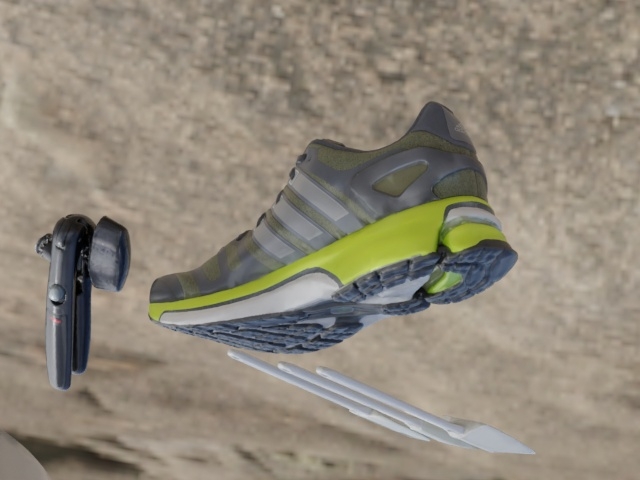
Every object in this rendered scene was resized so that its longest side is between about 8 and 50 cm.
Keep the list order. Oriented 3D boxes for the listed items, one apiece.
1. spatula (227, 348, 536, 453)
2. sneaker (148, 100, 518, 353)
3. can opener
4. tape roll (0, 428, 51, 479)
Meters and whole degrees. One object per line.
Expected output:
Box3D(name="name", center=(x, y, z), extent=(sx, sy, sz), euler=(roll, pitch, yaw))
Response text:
Box3D(name="spatula", center=(0.051, 0.137, 1.291), extent=(0.242, 0.019, 0.168), euler=(29, 166, -35))
Box3D(name="sneaker", center=(0.000, 0.000, 1.047), extent=(0.300, 0.121, 0.111), euler=(-18, 154, 35))
Box3D(name="can opener", center=(-0.212, 0.055, 1.301), extent=(0.073, 0.059, 0.186), euler=(30, 126, 20))
Box3D(name="tape roll", center=(-0.278, 0.250, 1.017), extent=(0.246, 0.246, 0.169), euler=(15, -172, -19))
